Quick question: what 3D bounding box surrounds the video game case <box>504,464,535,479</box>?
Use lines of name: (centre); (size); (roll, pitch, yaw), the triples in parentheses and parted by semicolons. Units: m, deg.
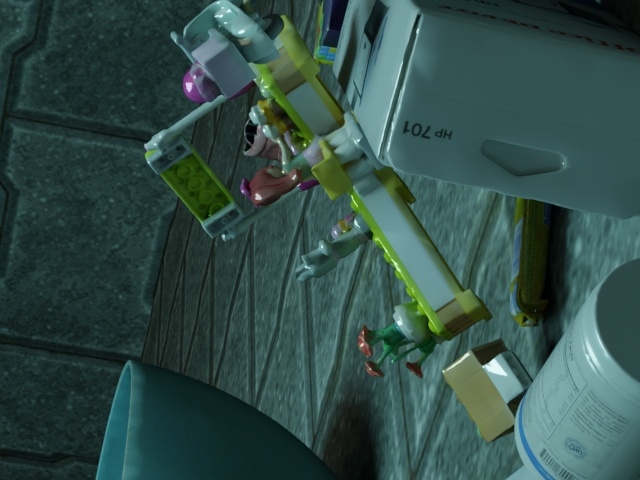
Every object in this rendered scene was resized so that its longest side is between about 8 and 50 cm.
video game case: (0.094, 0.220, 1.050); (0.173, 0.022, 0.190); (121, 157, -67)

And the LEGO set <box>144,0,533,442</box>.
LEGO set: (0.000, 0.000, 1.076); (0.107, 0.287, 0.132); (-34, 19, 5)

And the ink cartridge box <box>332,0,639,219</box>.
ink cartridge box: (0.091, -0.085, 1.024); (0.191, 0.139, 0.082); (-113, 36, -73)

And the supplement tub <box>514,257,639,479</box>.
supplement tub: (0.130, 0.063, 0.845); (0.107, 0.071, 0.071); (114, 163, -54)

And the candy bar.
candy bar: (0.123, -0.027, 1.146); (0.040, 0.018, 0.161); (113, 164, -68)

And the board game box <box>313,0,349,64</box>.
board game box: (0.075, -0.181, 1.222); (0.048, 0.141, 0.170); (121, 157, -66)

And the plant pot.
plant pot: (-0.076, 0.249, 1.515); (0.290, 0.195, 0.290); (-170, 90, -80)

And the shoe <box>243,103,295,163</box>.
shoe: (-0.040, -0.109, 2.042); (0.178, 0.081, 0.063); (180, 100, -81)
